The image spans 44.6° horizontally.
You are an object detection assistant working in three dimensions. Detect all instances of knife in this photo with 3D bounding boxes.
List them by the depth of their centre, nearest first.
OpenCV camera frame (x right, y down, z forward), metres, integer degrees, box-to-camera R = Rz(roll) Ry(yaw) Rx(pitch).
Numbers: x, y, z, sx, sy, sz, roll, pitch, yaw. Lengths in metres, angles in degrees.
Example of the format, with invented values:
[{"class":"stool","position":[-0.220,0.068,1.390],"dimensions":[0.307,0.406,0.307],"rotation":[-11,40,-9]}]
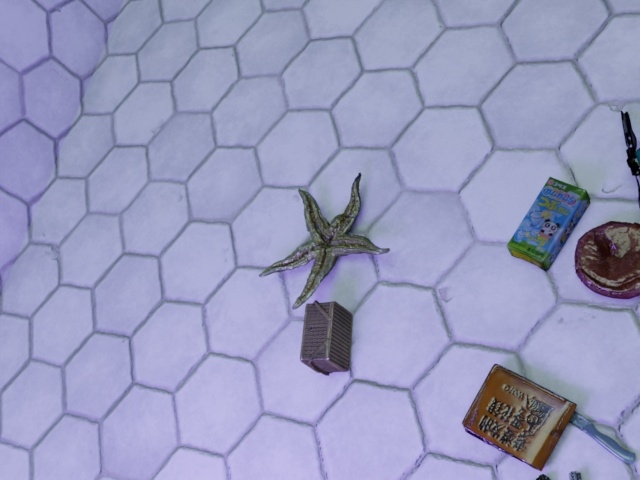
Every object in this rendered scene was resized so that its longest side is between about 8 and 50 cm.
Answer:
[{"class":"knife","position":[0.534,0.374,1.553],"dimensions":[0.210,0.015,0.028],"rotation":[37,94,38]}]

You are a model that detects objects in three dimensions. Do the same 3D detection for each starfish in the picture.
[{"class":"starfish","position":[0.000,0.002,2.011],"dimensions":[0.358,0.078,0.347],"rotation":[-24,57,18]}]

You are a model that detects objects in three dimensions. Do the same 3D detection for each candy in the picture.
[{"class":"candy","position":[0.510,-0.038,1.744],"dimensions":[0.097,0.062,0.194],"rotation":[28,81,38]}]

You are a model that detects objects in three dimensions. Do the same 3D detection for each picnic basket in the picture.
[{"class":"picnic basket","position":[0.016,0.232,1.863],"dimensions":[0.080,0.115,0.164],"rotation":[-7,64,25]}]

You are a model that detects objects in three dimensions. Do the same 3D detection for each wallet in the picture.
[{"class":"wallet","position":[0.403,0.363,1.608],"dimensions":[0.195,0.042,0.161],"rotation":[25,84,39]}]

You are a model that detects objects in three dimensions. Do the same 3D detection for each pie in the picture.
[{"class":"pie","position":[0.627,0.039,1.642],"dimensions":[0.182,0.049,0.182],"rotation":[-11,60,20]}]

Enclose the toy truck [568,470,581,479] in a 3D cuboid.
[{"class":"toy truck","position":[0.496,0.490,1.506],"dimensions":[0.024,0.032,0.083],"rotation":[-9,63,22]}]

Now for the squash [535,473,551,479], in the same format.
[{"class":"squash","position":[0.384,0.529,1.543],"dimensions":[0.183,0.052,0.052],"rotation":[-36,54,6]}]

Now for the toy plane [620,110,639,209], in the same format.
[{"class":"toy plane","position":[0.727,-0.159,1.643],"dimensions":[0.155,0.106,0.381],"rotation":[-21,55,33]}]
